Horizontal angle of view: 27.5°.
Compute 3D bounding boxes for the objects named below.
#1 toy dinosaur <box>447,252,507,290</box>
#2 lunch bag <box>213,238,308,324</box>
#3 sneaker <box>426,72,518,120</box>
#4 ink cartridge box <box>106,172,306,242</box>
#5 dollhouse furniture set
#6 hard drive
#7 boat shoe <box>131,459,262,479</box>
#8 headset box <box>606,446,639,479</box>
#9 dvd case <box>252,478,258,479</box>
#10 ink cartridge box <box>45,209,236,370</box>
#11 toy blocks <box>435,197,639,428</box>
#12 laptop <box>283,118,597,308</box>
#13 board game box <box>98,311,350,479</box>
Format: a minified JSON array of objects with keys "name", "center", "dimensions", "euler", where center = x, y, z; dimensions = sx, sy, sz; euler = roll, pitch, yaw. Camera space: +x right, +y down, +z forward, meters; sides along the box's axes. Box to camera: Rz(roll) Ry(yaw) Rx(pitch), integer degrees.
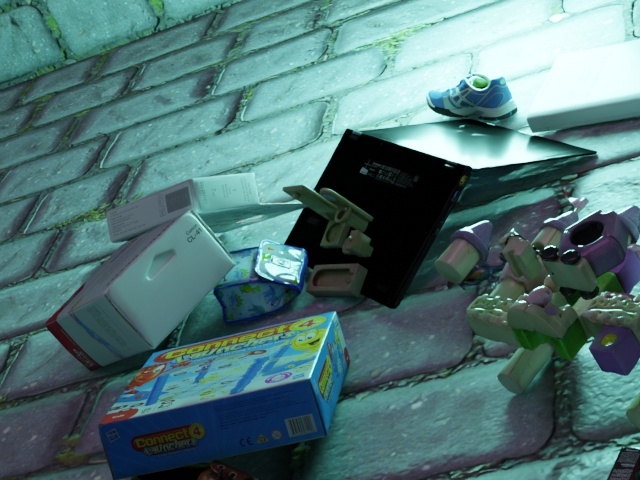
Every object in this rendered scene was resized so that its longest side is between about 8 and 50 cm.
[{"name":"toy dinosaur","center":[0.250,0.044,2.031],"dimensions":[0.082,0.047,0.090],"euler":[-20,11,-29]},{"name":"lunch bag","center":[-0.098,0.067,2.246],"dimensions":[0.151,0.096,0.129],"euler":[-10,29,11]},{"name":"sneaker","center":[0.287,-0.282,2.506],"dimensions":[0.211,0.081,0.080],"euler":[8,33,45]},{"name":"ink cartridge box","center":[-0.203,-0.060,2.374],"dimensions":[0.261,0.066,0.296],"euler":[-6,-6,-40]},{"name":"dollhouse furniture set","center":[0.000,0.000,2.165],"dimensions":[0.144,0.123,0.151],"euler":[-3,60,52]},{"name":"hard drive","center":[0.565,-0.292,2.327],"dimensions":[0.353,0.047,0.233],"euler":[-8,32,34]},{"name":"boat shoe","center":[-0.138,0.357,1.752],"dimensions":[0.307,0.104,0.111],"euler":[-5,34,36]},{"name":"headset box","center":[0.352,0.286,1.488],"dimensions":[0.032,0.062,0.083],"euler":[-5,33,38]},{"name":"dvd case","center":[-0.153,0.408,1.597],"dimensions":[0.253,0.180,0.022],"euler":[-29,42,-5]},{"name":"ink cartridge box","center":[-0.313,0.091,2.237],"dimensions":[0.226,0.131,0.306],"euler":[-47,14,-29]},{"name":"toy blocks","center":[0.348,0.033,1.663],"dimensions":[0.260,0.309,0.288],"euler":[-47,33,-23]},{"name":"laptop","center":[0.196,-0.065,2.292],"dimensions":[0.382,0.236,0.408],"euler":[24,85,57]},{"name":"board game box","center":[-0.127,0.217,1.881],"dimensions":[0.308,0.086,0.302],"euler":[-14,12,10]}]
